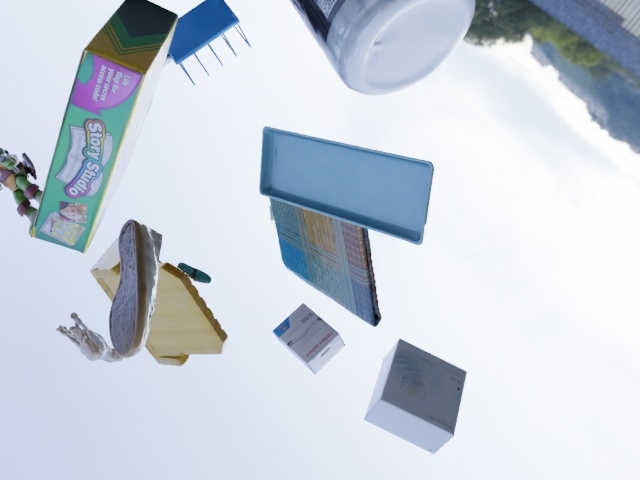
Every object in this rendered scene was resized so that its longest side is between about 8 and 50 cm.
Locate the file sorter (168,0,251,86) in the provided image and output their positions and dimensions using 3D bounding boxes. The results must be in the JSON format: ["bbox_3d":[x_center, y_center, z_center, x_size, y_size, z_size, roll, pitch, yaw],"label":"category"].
[{"bbox_3d":[-0.262,-0.457,1.497,0.118,0.170,0.104,56,-179,31],"label":"file sorter"}]

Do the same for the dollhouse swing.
[{"bbox_3d":[-0.391,0.133,1.804,0.347,0.304,0.315,61,-155,-24],"label":"dollhouse swing"}]

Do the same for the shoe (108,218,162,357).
[{"bbox_3d":[-0.262,0.069,0.956,0.058,0.076,0.219,26,-133,-42],"label":"shoe"}]

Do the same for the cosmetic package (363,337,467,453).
[{"bbox_3d":[0.272,0.439,1.852,0.224,0.138,0.225,26,-133,0],"label":"cosmetic package"}]

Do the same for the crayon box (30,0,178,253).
[{"bbox_3d":[-0.377,-0.211,1.153,0.106,0.363,0.313,21,-149,-14],"label":"crayon box"}]

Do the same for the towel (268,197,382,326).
[{"bbox_3d":[0.000,0.000,1.380,0.040,0.272,0.370,-23,-152,-25],"label":"towel"}]

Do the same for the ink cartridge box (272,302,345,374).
[{"bbox_3d":[-0.037,0.308,2.063,0.190,0.139,0.082,36,161,40],"label":"ink cartridge box"}]

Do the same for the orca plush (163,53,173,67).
[{"bbox_3d":[-0.442,-0.503,1.681,0.151,0.287,0.102,46,164,45],"label":"orca plush"}]

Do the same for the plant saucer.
[{"bbox_3d":[0.017,-0.053,0.565,0.192,0.067,0.018,19,-159,39],"label":"plant saucer"}]

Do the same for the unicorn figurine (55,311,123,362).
[{"bbox_3d":[-0.362,0.162,1.047,0.111,0.060,0.162,42,-177,-8],"label":"unicorn figurine"}]

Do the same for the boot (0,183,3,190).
[{"bbox_3d":[-0.859,-0.145,1.500,0.165,0.213,0.077,64,-174,-5],"label":"boot"}]

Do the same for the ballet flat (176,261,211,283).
[{"bbox_3d":[-0.384,0.103,1.970,0.114,0.041,0.041,30,-151,-19],"label":"ballet flat"}]

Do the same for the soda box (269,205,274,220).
[{"bbox_3d":[-0.139,-0.115,2.445,0.058,0.181,0.062,-5,-94,-21],"label":"soda box"}]

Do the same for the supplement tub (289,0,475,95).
[{"bbox_3d":[0.045,-0.387,0.910,0.207,0.207,0.338,-2,-124,-48],"label":"supplement tub"}]

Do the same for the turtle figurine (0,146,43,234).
[{"bbox_3d":[-0.877,-0.143,1.792,0.266,0.198,0.274,45,-178,2],"label":"turtle figurine"}]
